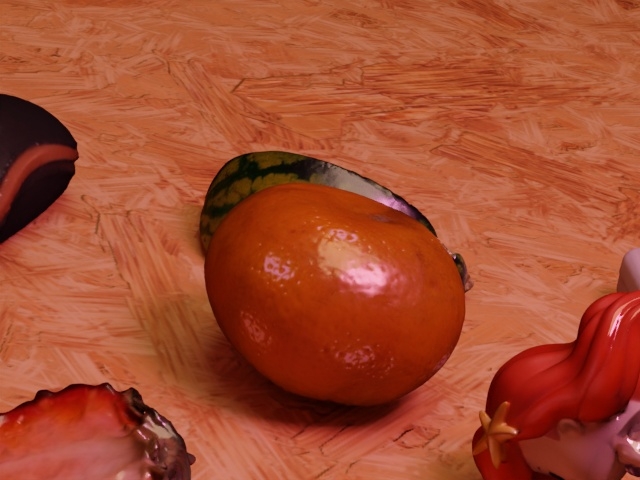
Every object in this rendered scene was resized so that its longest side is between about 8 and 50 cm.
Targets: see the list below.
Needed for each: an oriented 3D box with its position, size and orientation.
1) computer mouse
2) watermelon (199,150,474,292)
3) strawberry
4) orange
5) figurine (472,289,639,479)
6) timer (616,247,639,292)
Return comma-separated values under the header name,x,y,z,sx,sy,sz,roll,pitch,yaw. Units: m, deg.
name,x,y,z,sx,sy,sz,roll,pitch,yaw
computer mouse,-0.357,-0.075,1.796,0.183,0.116,0.323,12,24,13
watermelon,0.002,-0.021,1.818,0.303,0.128,0.159,19,24,15
strawberry,-0.201,0.202,1.274,0.236,0.111,0.190,-12,36,2
orange,0.010,0.050,1.607,0.240,0.171,0.240,16,18,-5
figurine,0.259,0.142,1.449,0.257,0.208,0.181,21,37,28
timer,0.402,0.092,1.816,0.178,0.078,0.253,7,22,-5
